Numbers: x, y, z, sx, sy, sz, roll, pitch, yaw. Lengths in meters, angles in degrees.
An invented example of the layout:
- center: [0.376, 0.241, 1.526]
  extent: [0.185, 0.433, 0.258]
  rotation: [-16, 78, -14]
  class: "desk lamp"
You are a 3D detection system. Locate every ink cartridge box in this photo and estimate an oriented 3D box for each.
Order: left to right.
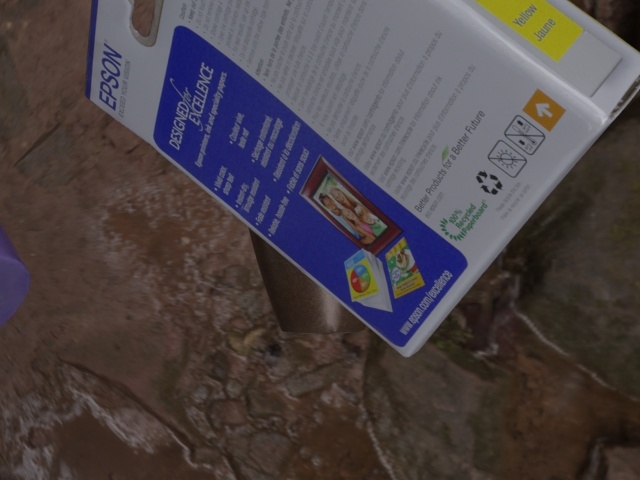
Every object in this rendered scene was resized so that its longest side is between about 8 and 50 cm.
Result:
- center: [-0.003, -0.096, 0.690]
  extent: [0.307, 0.304, 0.072]
  rotation: [41, 61, 7]
  class: "ink cartridge box"

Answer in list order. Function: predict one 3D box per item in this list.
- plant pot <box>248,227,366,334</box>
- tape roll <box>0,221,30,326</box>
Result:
- center: [0.000, 0.000, 1.432]
  extent: [0.215, 0.215, 0.231]
  rotation: [-1, 91, -19]
  class: "plant pot"
- center: [-0.320, 0.036, 0.839]
  extent: [0.189, 0.189, 0.080]
  rotation: [-29, 74, -17]
  class: "tape roll"
